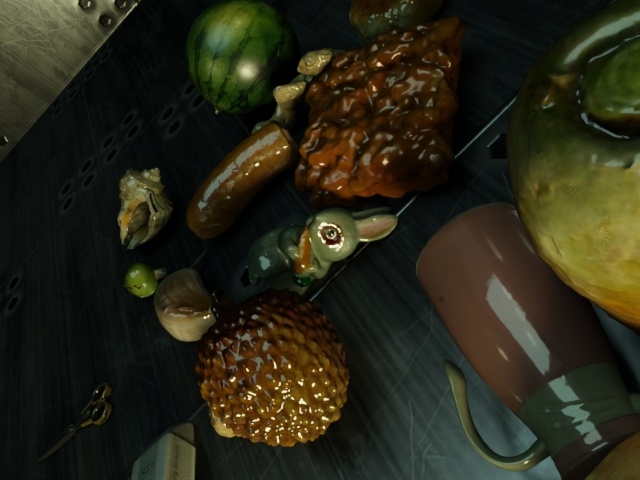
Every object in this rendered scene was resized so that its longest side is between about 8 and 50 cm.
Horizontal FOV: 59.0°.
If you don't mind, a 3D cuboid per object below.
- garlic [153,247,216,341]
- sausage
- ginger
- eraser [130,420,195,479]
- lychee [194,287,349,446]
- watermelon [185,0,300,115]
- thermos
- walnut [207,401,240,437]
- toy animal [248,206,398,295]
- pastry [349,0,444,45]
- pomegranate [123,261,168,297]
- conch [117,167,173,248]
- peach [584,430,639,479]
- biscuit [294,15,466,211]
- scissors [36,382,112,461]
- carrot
[{"bbox_3d":[-0.240,0.101,1.039,0.128,0.090,0.198,-33,35,-1],"label":"garlic"},{"bbox_3d":[-0.156,-0.114,1.089,0.270,0.109,0.109,-45,41,9],"label":"sausage"},{"bbox_3d":[-0.049,-0.284,1.094,0.258,0.149,0.065,-40,78,9],"label":"ginger"},{"bbox_3d":[-0.216,0.378,0.755,0.089,0.061,0.352,-44,26,11],"label":"eraser"},{"bbox_3d":[-0.069,0.155,0.738,0.238,0.200,0.200,42,93,20],"label":"lychee"},{"bbox_3d":[-0.163,-0.384,1.192,0.242,0.242,0.242,-24,47,29],"label":"watermelon"},{"bbox_3d":[0.202,0.109,0.569,0.176,0.146,0.265,-36,47,18],"label":"thermos"},{"bbox_3d":[-0.124,0.236,0.824,0.078,0.083,0.096,-10,49,3],"label":"walnut"},{"bbox_3d":[-0.009,-0.002,0.866,0.236,0.108,0.138,-41,41,12],"label":"toy animal"},{"bbox_3d":[0.145,-0.454,1.069,0.192,0.093,0.182,-44,43,7],"label":"pastry"},{"bbox_3d":[-0.365,0.075,1.173,0.073,0.073,0.084,15,55,47],"label":"pomegranate"},{"bbox_3d":[-0.403,-0.067,1.263,0.207,0.130,0.155,-59,26,13],"label":"conch"},{"bbox_3d":[0.277,0.212,0.364,0.232,0.232,0.233,-24,47,29],"label":"peach"},{"bbox_3d":[0.087,-0.204,0.926,0.318,0.110,0.312,-11,55,37],"label":"biscuit"},{"bbox_3d":[-0.483,0.367,1.105,0.220,0.017,0.088,-41,42,13],"label":"scissors"},{"bbox_3d":[0.286,-0.029,0.441,0.224,0.340,0.224,-21,53,30],"label":"carrot"}]
